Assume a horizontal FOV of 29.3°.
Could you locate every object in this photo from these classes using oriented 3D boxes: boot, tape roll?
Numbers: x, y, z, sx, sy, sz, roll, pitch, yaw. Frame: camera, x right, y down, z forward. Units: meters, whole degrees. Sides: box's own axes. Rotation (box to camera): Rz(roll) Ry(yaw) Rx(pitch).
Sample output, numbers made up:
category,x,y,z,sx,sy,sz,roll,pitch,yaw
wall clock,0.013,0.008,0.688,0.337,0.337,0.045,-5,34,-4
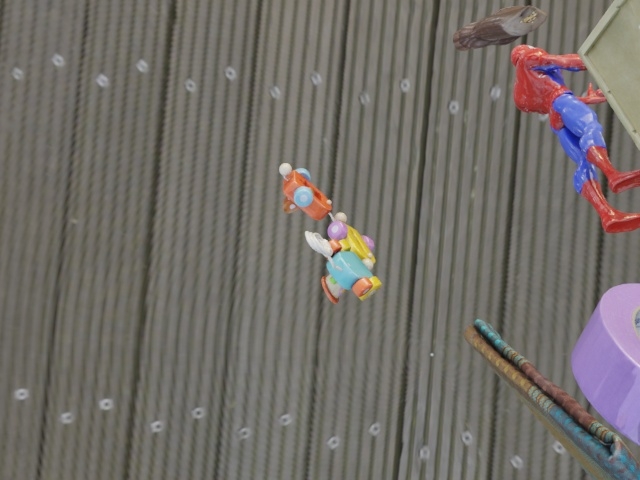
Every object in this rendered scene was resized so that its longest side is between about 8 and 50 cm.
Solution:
category,x,y,z,sx,sy,sz,roll,pitch,yaw
boot,0.203,-0.223,1.242,0.106,0.114,0.037,-26,97,-22
tape roll,0.457,0.170,1.531,0.274,0.275,0.090,27,118,7

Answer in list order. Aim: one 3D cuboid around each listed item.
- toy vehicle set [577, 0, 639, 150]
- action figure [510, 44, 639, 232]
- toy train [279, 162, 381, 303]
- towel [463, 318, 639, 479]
category,x,y,z,sx,sy,sz,roll,pitch,yaw
toy vehicle set,0.324,-0.168,1.048,0.035,0.267,0.166,-23,75,-19
action figure,0.299,-0.133,1.305,0.139,0.091,0.280,-13,44,-15
toy train,0.000,0.000,1.174,0.125,0.166,0.046,39,108,-24
towel,0.310,0.242,1.231,0.040,0.271,0.370,-45,122,-2
